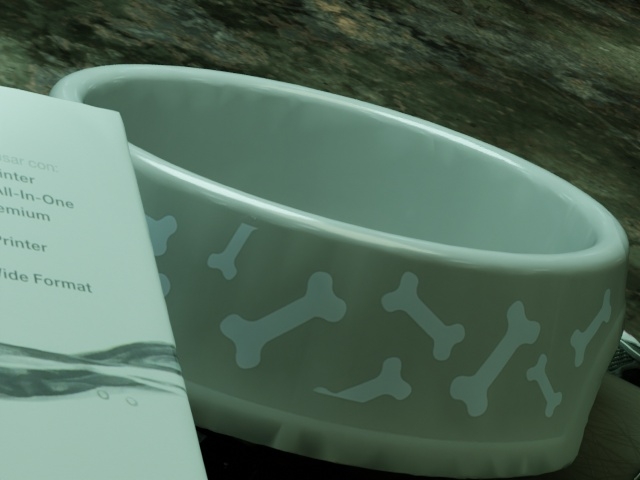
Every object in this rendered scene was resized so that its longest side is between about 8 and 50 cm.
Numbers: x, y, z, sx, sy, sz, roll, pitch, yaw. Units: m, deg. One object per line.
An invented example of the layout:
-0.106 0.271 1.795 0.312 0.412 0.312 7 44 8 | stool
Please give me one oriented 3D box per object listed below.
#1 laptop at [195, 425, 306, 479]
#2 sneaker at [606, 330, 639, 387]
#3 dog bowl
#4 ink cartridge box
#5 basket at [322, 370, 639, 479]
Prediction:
-0.231 0.125 0.903 0.382 0.236 0.408 27 51 15 | laptop
0.174 0.115 1.258 0.178 0.072 0.077 -7 47 -37 | sneaker
0.000 0.000 0.920 0.348 0.102 0.349 15 15 -4 | dog bowl
-0.139 0.124 0.596 0.129 0.223 0.307 10 44 -29 | ink cartridge box
0.108 0.124 1.048 0.227 0.154 0.204 30 7 32 | basket
